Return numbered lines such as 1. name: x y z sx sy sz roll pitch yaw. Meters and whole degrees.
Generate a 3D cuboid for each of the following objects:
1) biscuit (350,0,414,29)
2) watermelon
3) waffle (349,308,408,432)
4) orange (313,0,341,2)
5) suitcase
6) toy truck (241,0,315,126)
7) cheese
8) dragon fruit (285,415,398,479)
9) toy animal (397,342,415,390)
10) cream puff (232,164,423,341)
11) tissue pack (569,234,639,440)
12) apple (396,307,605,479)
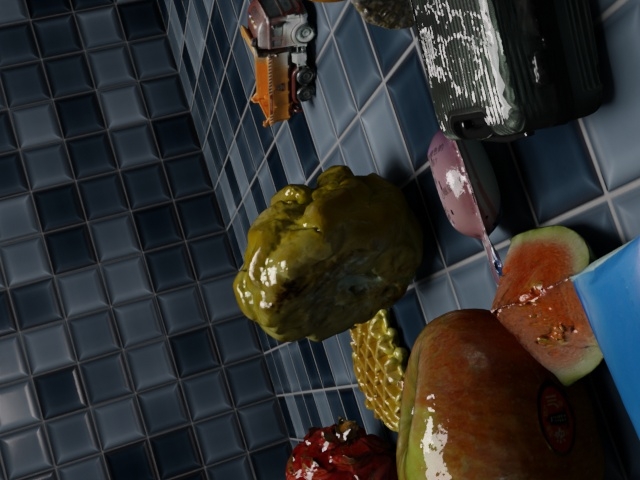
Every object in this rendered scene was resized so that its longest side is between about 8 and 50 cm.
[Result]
1. biscuit: 0.093 -0.368 1.156 0.032 0.133 0.250 58 159 30
2. watermelon: 0.282 0.058 0.996 0.145 0.137 0.192 -36 67 42
3. waffle: 0.120 0.262 1.833 0.283 0.065 0.309 166 90 -75
4. orange: 0.018 -0.436 1.209 0.193 0.219 0.219 31 144 25
5. suitcase: 0.186 -0.262 0.937 0.202 0.128 0.312 -168 63 -73
6. toy truck: -0.088 -0.375 1.802 0.270 0.135 0.114 92 158 -48
7. cheese: 0.202 -0.040 1.144 0.189 0.074 0.285 48 -156 -70
8. dragon fruit: 0.060 0.570 1.979 0.277 0.278 0.342 -175 76 -74
9. toy animal: 0.217 0.295 1.497 0.116 0.114 0.255 -3 -100 -61
10. cream puff: -0.002 0.000 1.483 0.291 0.324 0.257 53 -171 -51
11. tissue pack: 0.343 0.108 0.710 0.198 0.146 0.263 115 136 -69
12. apple: 0.230 0.246 1.124 0.277 0.250 0.309 98 178 -90
